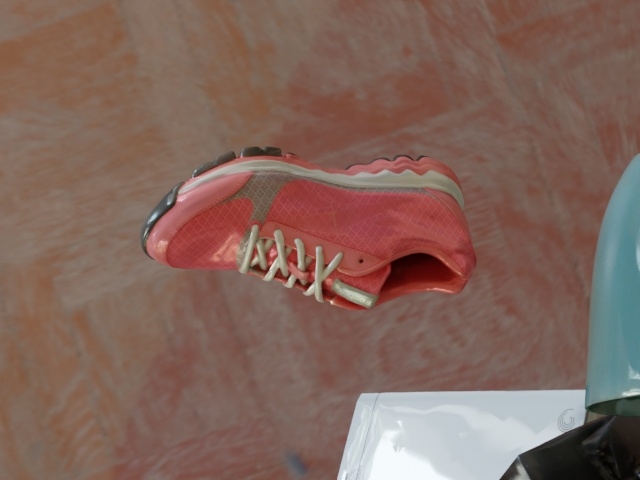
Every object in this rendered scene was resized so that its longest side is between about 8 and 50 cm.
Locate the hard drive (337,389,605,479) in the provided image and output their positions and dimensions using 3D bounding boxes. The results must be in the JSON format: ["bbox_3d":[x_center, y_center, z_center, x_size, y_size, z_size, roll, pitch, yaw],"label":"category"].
[{"bbox_3d":[0.160,0.290,1.880,0.353,0.047,0.233,-6,61,43],"label":"hard drive"}]

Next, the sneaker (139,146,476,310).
[{"bbox_3d":[0.001,0.000,1.426,0.314,0.116,0.136,-4,50,-20],"label":"sneaker"}]

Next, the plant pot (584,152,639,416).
[{"bbox_3d":[0.384,0.032,1.467,0.293,0.293,0.235,-3,78,11],"label":"plant pot"}]

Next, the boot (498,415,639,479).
[{"bbox_3d":[0.418,0.359,1.571,0.445,0.367,0.146,54,130,31],"label":"boot"}]
